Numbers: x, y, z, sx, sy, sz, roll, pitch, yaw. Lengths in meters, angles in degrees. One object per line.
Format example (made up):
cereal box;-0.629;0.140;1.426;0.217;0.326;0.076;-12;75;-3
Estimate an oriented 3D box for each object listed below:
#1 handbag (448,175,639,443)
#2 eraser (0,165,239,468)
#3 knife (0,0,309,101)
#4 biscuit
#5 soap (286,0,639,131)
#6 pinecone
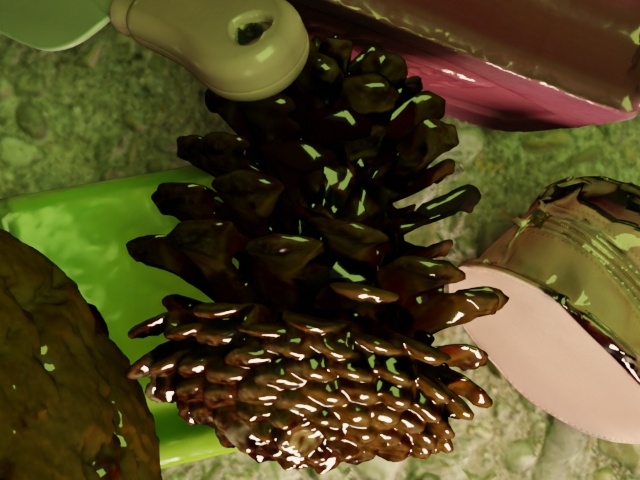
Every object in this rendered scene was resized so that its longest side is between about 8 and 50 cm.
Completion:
handbag;0.206;0.049;1.441;0.205;0.179;0.116;44;68;-14
eraser;-0.083;0.048;1.376;0.274;0.092;0.210;-14;93;-22
knife;-0.149;-0.147;1.263;0.081;0.336;0.043;-54;141;-24
biscuit;-0.198;0.126;1.167;0.296;0.075;0.296;24;59;-46
soap;0.034;-0.191;1.353;0.359;0.233;0.128;19;84;-18
pinecone;0.003;0.001;1.244;0.246;0.246;0.292;12;68;-20
